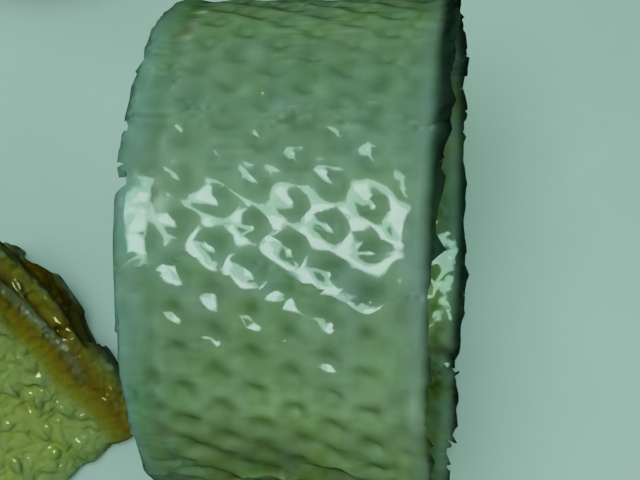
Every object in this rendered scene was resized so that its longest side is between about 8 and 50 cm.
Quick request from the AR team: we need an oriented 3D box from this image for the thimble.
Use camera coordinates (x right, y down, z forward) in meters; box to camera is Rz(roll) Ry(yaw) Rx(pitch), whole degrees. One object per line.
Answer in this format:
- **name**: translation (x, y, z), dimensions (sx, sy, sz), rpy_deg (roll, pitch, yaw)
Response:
- **thimble**: translation (0.000, 0.000, 0.674), dimensions (0.150, 0.271, 0.271), rpy_deg (2, 76, 8)

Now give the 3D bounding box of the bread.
- **bread**: translation (-0.193, 0.089, 0.757), dimensions (0.147, 0.127, 0.152), rpy_deg (-42, 94, -6)
